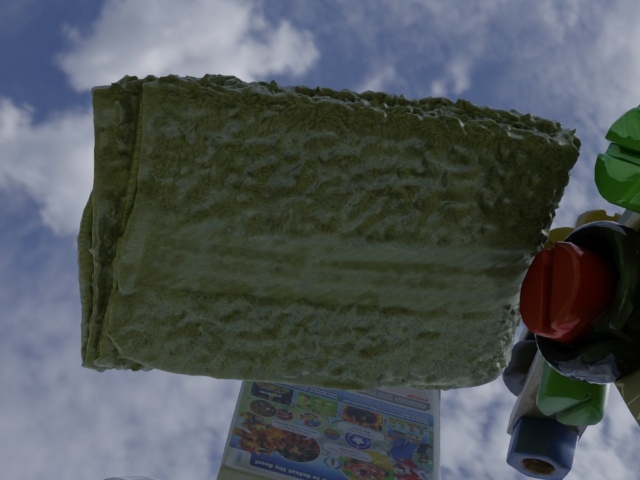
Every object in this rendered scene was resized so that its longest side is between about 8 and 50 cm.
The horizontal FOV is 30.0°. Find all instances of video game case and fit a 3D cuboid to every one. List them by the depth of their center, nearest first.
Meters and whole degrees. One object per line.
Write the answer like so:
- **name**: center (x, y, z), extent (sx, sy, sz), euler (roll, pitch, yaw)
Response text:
- **video game case**: center (0.008, 0.073, 0.506), extent (0.087, 0.122, 0.011), euler (16, -63, -2)

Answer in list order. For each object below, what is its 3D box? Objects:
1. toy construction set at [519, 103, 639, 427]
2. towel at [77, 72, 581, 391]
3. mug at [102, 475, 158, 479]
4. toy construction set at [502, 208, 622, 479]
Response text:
- **toy construction set**: center (0.163, -0.007, 0.287), extent (0.151, 0.328, 0.215), euler (24, -65, -8)
- **towel**: center (0.000, 0.000, 0.371), extent (0.148, 0.110, 0.027), euler (4, -145, -13)
- **mug**: center (-0.140, 0.205, 0.868), extent (0.062, 0.064, 0.078), euler (-29, -111, 1)
- **toy construction set**: center (0.166, 0.065, 0.581), extent (0.257, 0.237, 0.309), euler (32, -104, 35)
